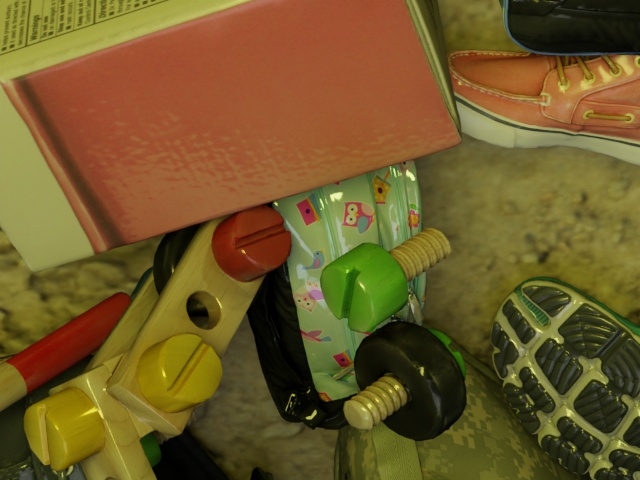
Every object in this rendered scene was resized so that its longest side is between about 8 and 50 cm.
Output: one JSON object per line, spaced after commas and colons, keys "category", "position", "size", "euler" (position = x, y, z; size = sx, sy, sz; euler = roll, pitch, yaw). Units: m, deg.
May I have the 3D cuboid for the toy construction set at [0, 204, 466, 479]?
{"category": "toy construction set", "position": [-0.097, 0.129, 0.793], "size": [0.237, 0.308, 0.258], "euler": [-32, 119, -34]}

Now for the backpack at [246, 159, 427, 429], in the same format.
{"category": "backpack", "position": [0.000, 0.000, 0.901], "size": [0.115, 0.152, 0.182], "euler": [-21, 134, -15]}

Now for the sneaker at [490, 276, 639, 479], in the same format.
{"category": "sneaker", "position": [0.228, 0.114, 1.049], "size": [0.275, 0.110, 0.107], "euler": [36, 120, -11]}

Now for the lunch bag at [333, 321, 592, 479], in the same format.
{"category": "lunch bag", "position": [0.100, 0.215, 1.043], "size": [0.169, 0.235, 0.287], "euler": [-25, 132, 16]}

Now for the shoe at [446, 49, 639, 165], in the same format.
{"category": "shoe", "position": [0.144, -0.094, 0.865], "size": [0.178, 0.063, 0.081], "euler": [9, 132, -22]}

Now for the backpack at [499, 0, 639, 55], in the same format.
{"category": "backpack", "position": [0.143, -0.146, 0.794], "size": [0.114, 0.084, 0.105], "euler": [-5, 136, -6]}

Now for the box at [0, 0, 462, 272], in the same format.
{"category": "box", "position": [-0.062, -0.103, 0.771], "size": [0.232, 0.149, 0.127], "euler": [-16, 134, 11]}

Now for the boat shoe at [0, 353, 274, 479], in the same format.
{"category": "boat shoe", "position": [-0.086, 0.249, 1.100], "size": [0.156, 0.187, 0.500], "euler": [-21, 128, 23]}
